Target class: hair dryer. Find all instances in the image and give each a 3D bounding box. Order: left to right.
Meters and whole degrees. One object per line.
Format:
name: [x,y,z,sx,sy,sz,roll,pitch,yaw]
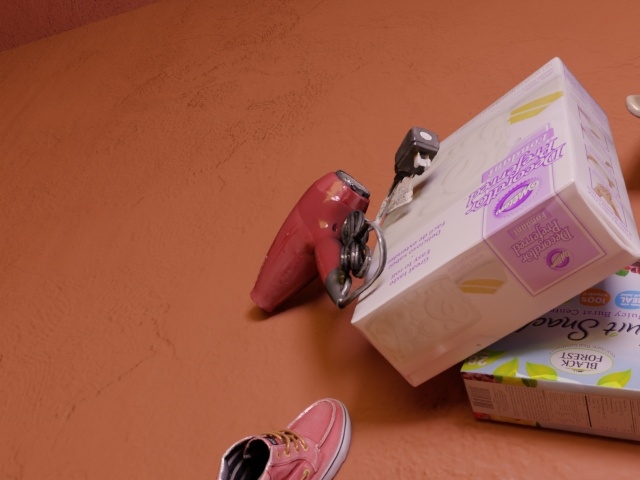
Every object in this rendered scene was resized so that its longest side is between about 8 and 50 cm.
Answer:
hair dryer: [0.000,0.000,0.859,0.293,0.080,0.224,-41,14,51]

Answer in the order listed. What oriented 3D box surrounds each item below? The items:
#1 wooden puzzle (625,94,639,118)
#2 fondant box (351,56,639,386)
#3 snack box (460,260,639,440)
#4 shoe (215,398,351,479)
wooden puzzle: [0.489,-0.157,0.870,0.238,0.044,0.221,8,13,35]
fondant box: [0.174,-0.034,0.788,0.238,0.096,0.330,-37,16,29]
snack box: [0.254,0.090,0.705,0.207,0.070,0.174,0,38,33]
shoe: [-0.031,0.195,0.704,0.063,0.081,0.178,4,40,34]
